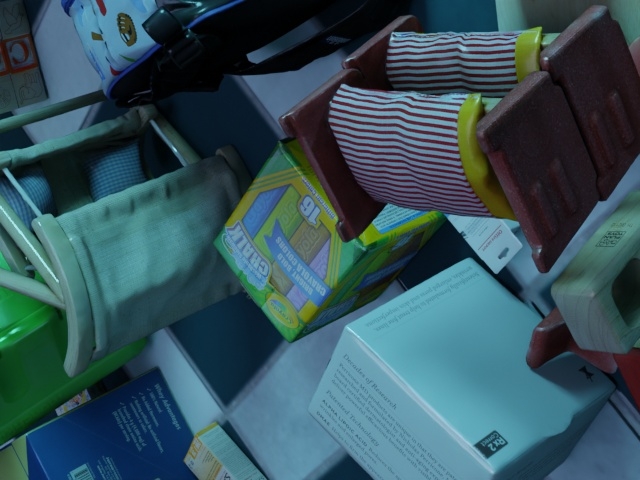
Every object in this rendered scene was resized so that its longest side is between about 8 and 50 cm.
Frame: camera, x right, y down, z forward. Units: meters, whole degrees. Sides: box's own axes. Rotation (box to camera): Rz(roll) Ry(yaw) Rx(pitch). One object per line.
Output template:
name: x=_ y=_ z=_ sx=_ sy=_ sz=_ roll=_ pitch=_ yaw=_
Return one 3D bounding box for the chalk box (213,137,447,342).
chalk box: x=0.000 y=0.000 z=1.203 sx=0.132 sy=0.132 sz=0.213 roll=51 pitch=138 yaw=14

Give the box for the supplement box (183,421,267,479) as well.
supplement box: x=-0.116 y=0.277 z=1.530 sx=0.098 sy=0.036 sz=0.062 roll=45 pitch=136 yaw=20

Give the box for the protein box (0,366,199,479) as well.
protein box: x=-0.261 y=0.297 z=1.564 sx=0.136 sy=0.201 sz=0.200 roll=-31 pitch=86 yaw=48

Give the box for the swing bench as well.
swing bench: x=-0.226 y=-0.026 z=1.330 sx=0.255 sy=0.253 sz=0.165 roll=33 pitch=130 yaw=30

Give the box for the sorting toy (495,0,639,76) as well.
sorting toy: x=0.217 y=-0.185 z=0.920 sx=0.255 sy=0.089 sz=0.257 roll=9 pitch=115 yaw=43

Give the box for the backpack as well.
backpack: x=-0.104 y=-0.231 z=1.112 sx=0.263 sy=0.276 sz=0.213 roll=-34 pitch=79 yaw=55

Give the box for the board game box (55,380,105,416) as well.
board game box: x=-0.351 y=0.158 z=1.720 sx=0.103 sy=0.026 sz=0.154 roll=-19 pitch=95 yaw=49

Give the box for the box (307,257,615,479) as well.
box: x=0.122 y=0.137 z=1.107 sx=0.182 sy=0.181 sz=0.119 roll=43 pitch=134 yaw=23

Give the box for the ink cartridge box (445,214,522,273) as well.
ink cartridge box: x=0.147 y=-0.018 z=1.119 sx=0.083 sy=0.028 sz=0.048 roll=52 pitch=137 yaw=14

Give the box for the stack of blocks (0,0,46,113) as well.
stack of blocks: x=-0.481 y=-0.243 z=1.609 sx=0.297 sy=0.087 sz=0.171 roll=4 pitch=111 yaw=45

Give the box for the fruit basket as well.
fruit basket: x=-0.432 y=0.127 z=1.561 sx=0.283 sy=0.392 sz=0.392 roll=50 pitch=137 yaw=16

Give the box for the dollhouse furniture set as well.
dollhouse furniture set: x=0.159 y=0.017 z=0.948 sx=0.201 sy=0.152 sz=0.374 roll=6 pitch=135 yaw=49
